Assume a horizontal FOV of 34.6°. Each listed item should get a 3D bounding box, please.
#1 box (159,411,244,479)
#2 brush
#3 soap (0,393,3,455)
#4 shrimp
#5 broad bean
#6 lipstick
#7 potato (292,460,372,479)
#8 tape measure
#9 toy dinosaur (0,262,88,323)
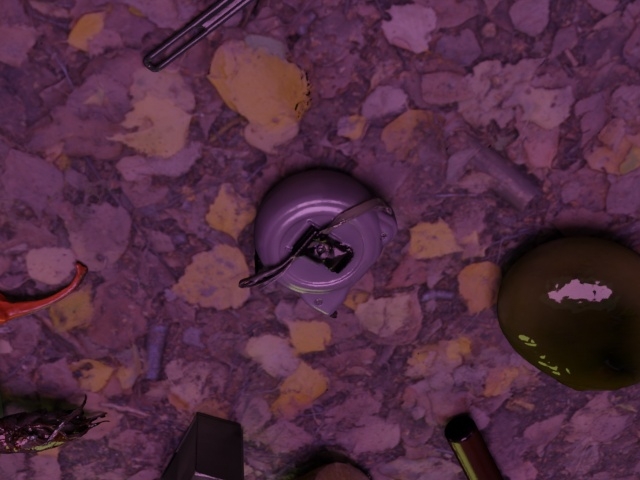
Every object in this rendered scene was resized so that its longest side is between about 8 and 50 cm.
[{"bbox_3d":[-0.201,0.402,1.626,0.086,0.129,0.225,19,120,-17],"label":"box"},{"bbox_3d":[-0.109,-0.280,1.236,0.266,0.027,0.062,-34,120,17],"label":"brush"},{"bbox_3d":[-0.538,0.236,1.520,0.119,0.066,0.198,0,124,-8],"label":"soap"},{"bbox_3d":[-0.408,0.279,1.546,0.190,0.075,0.073,-1,120,-30],"label":"shrimp"},{"bbox_3d":[0.390,0.110,1.496,0.238,0.119,0.291,-32,119,26],"label":"broad bean"},{"bbox_3d":[0.292,0.429,1.738,0.057,0.057,0.356,-22,122,9],"label":"lipstick"},{"bbox_3d":[0.000,0.460,1.690,0.117,0.182,0.202,-10,142,41],"label":"potato"},{"bbox_3d":[-0.004,0.000,1.390,0.178,0.105,0.196,23,120,-19],"label":"tape measure"},{"bbox_3d":[-0.462,0.090,1.439,0.280,0.055,0.101,-27,132,11],"label":"toy dinosaur"}]
